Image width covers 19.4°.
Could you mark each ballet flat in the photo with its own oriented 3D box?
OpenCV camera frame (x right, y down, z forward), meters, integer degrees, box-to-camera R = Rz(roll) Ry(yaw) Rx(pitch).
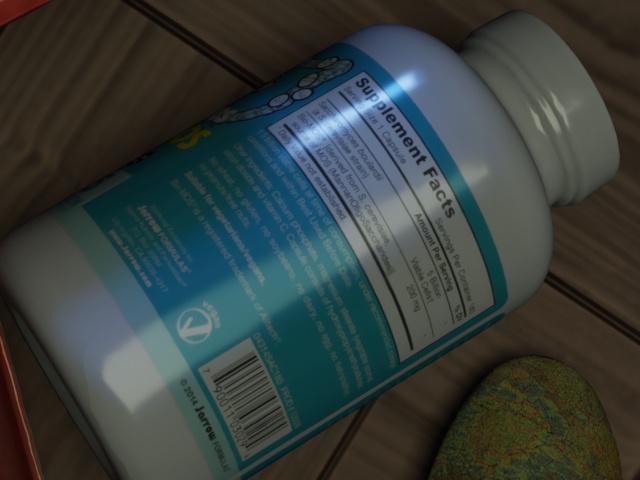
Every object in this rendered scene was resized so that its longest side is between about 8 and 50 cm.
[{"bbox_3d":[0.089,0.233,0.900,0.123,0.123,0.348,15,91,-19],"label":"ballet flat"}]

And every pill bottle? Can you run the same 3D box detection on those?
[{"bbox_3d":[0.000,0.000,0.828,0.264,0.146,0.146,-31,104,-13],"label":"pill bottle"}]

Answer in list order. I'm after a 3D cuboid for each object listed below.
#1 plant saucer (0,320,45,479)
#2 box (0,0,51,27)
[{"bbox_3d":[-0.255,0.111,0.812,0.259,0.048,0.258,-17,101,-14],"label":"plant saucer"},{"bbox_3d":[-0.202,-0.131,0.747,0.300,0.154,0.142,-29,104,-11],"label":"box"}]
